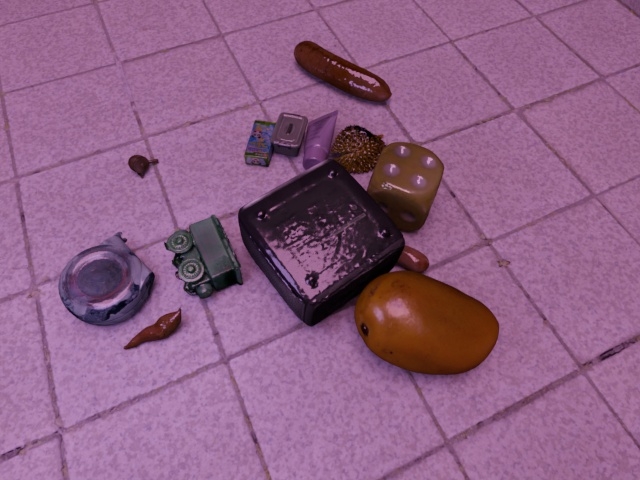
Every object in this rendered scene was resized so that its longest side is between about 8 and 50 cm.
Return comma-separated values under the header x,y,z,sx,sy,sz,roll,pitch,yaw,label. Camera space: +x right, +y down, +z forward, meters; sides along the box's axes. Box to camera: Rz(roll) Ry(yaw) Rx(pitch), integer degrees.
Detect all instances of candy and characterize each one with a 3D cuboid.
x,y,z,sx,sy,sz,roll,pitch,yaw,label
-0.236,-0.392,1.780,0.098,0.062,0.194,9,62,3,candy

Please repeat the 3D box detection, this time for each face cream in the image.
x,y,z,sx,sy,sz,roll,pitch,yaw,label
-0.006,-0.400,1.767,0.154,0.096,0.273,-16,51,35,face cream

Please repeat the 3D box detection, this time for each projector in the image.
x,y,z,sx,sy,sz,roll,pitch,yaw,label
0.000,0.000,1.419,0.395,0.242,0.405,-32,69,-20,projector

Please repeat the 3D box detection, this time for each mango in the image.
x,y,z,sx,sy,sz,roll,pitch,yaw,label
0.324,0.250,1.343,0.446,0.232,0.299,13,58,-7,mango

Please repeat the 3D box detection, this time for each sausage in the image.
x,y,z,sx,sy,sz,roll,pitch,yaw,label
0.086,-0.738,1.948,0.501,0.123,0.136,33,36,16,sausage

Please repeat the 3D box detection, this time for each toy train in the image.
x,y,z,sx,sy,sz,roll,pitch,yaw,label
-0.392,0.060,1.478,0.202,0.145,0.265,-22,64,-16,toy train

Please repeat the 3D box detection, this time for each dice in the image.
x,y,z,sx,sy,sz,roll,pitch,yaw,label
0.297,-0.193,1.588,0.233,0.226,0.238,20,61,7,dice

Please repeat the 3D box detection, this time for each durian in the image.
x,y,z,sx,sy,sz,roll,pitch,yaw,label
0.164,-0.381,1.739,0.237,0.137,0.193,-39,68,-21,durian

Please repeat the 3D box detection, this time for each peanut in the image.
x,y,z,sx,sy,sz,roll,pitch,yaw,label
0.305,0.058,1.533,0.152,0.076,0.076,29,64,20,peanut

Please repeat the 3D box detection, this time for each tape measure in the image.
x,y,z,sx,sy,sz,roll,pitch,yaw,label
-0.683,0.140,1.429,0.256,0.147,0.275,41,64,17,tape measure

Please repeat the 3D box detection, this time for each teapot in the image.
x,y,z,sx,sy,sz,roll,pitch,yaw,label
-0.690,-0.295,1.730,0.080,0.084,0.110,20,30,35,teapot

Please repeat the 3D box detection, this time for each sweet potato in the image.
x,y,z,sx,sy,sz,roll,pitch,yaw,label
-0.516,0.288,1.400,0.226,0.068,0.068,-33,65,2,sweet potato

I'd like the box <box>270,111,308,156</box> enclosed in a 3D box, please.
x,y,z,sx,sy,sz,roll,pitch,yaw,label
-0.124,-0.418,1.779,0.124,0.092,0.172,13,62,5,box
